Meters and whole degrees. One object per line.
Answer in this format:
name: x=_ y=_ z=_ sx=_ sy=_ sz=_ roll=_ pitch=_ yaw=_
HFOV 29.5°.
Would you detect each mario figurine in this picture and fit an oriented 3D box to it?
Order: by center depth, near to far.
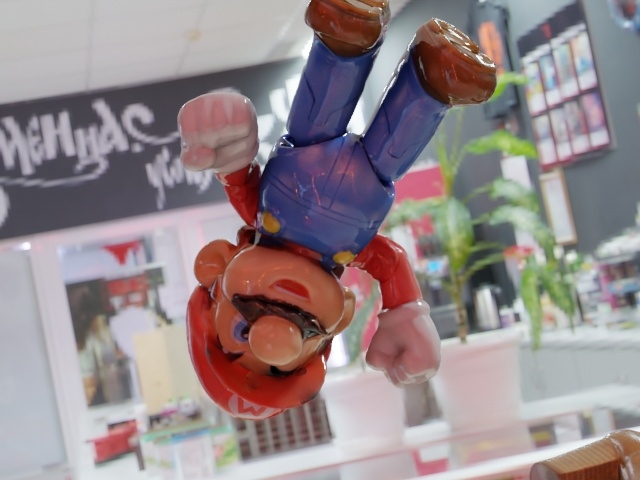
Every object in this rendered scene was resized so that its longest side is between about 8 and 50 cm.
mario figurine: x=0.000 y=0.000 z=0.834 sx=0.198 sy=0.320 sz=0.170 roll=37 pitch=27 yaw=26

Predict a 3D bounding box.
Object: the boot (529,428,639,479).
boot: x=0.324 y=0.222 z=0.965 sx=0.211 sy=0.104 sz=0.295 roll=-9 pitch=20 yaw=-19
